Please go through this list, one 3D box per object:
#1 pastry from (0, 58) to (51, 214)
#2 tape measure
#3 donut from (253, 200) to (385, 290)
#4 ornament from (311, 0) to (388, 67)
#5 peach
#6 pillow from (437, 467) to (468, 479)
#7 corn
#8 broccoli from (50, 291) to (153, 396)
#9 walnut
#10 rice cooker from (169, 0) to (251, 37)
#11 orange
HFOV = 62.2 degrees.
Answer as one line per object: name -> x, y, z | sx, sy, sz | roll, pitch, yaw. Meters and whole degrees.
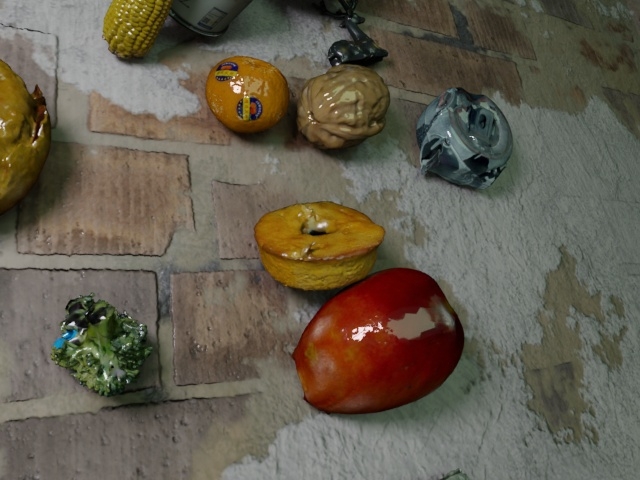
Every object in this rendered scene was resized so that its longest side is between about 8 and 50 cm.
pastry -> -0.610, -0.168, 0.816 | 0.356, 0.164, 0.355 | 9, 67, -23
tape measure -> 0.387, -0.272, 1.411 | 0.257, 0.147, 0.274 | 16, 63, -23
donut -> -0.002, 0.001, 1.039 | 0.254, 0.118, 0.253 | -2, 30, 1
ornament -> 0.051, -0.561, 1.399 | 0.202, 0.080, 0.236 | -25, 85, -37
peach -> 0.109, 0.208, 1.045 | 0.338, 0.281, 0.281 | -31, 85, 0
pillow -> 0.184, 0.567, 0.941 | 0.310, 0.138, 0.283 | 7, 57, -28
corn -> -0.326, -0.481, 1.019 | 0.106, 0.305, 0.106 | 29, 38, -25
broccoli -> -0.340, 0.151, 0.824 | 0.155, 0.160, 0.167 | 6, 46, -8
walnut -> 0.055, -0.305, 1.218 | 0.245, 0.198, 0.198 | -23, 81, -42
rice cooker -> -0.256, -0.585, 1.152 | 0.281, 0.227, 0.241 | -24, 86, -55
orange -> -0.154, -0.306, 1.120 | 0.178, 0.155, 0.177 | 4, 35, -3
